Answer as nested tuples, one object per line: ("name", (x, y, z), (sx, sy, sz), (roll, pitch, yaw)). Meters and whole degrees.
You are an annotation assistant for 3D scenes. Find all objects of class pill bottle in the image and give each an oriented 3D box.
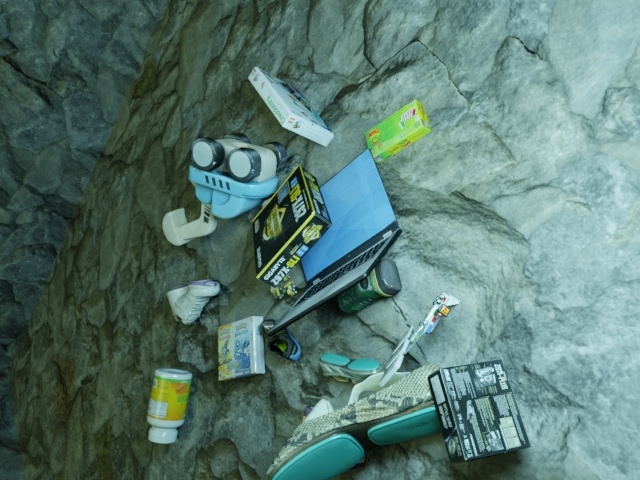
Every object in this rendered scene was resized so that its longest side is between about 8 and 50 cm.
("pill bottle", (-0.557, 0.603, 1.901), (0.136, 0.136, 0.246), (2, 80, 45))

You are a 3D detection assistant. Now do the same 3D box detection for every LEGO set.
("LEGO set", (0.236, 0.220, 1.195), (0.060, 0.182, 0.244), (35, 119, 6))

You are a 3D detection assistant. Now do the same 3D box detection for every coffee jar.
("coffee jar", (0.129, 0.122, 1.383), (0.184, 0.079, 0.096), (-31, 57, 37))

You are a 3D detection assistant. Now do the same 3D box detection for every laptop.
("laptop", (0.000, 0.000, 1.424), (0.382, 0.408, 0.236), (-37, 94, 37))

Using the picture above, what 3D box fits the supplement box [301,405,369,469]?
("supplement box", (0.038, 0.513, 1.366), (0.188, 0.080, 0.104), (6, 83, 46))

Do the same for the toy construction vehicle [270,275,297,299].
("toy construction vehicle", (-0.124, 0.145, 1.663), (0.085, 0.035, 0.098), (-38, 55, 32))

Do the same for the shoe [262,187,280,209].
("shoe", (-0.130, -0.115, 1.725), (0.178, 0.063, 0.081), (-31, 60, 42))

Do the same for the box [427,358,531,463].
("box", (0.321, 0.349, 1.068), (0.078, 0.147, 0.180), (111, 150, -61))

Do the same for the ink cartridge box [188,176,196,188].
("ink cartridge box", (-0.414, -0.248, 2.023), (0.154, 0.093, 0.212), (-58, 45, 18))

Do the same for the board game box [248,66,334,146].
("board game box", (-0.097, -0.436, 1.683), (0.053, 0.192, 0.305), (-51, 48, 22))

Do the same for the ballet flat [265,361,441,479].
("ballet flat", (0.088, 0.424, 1.221), (0.482, 0.164, 0.182), (-27, 36, 7))

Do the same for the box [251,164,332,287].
("box", (-0.097, -0.051, 1.543), (0.257, 0.079, 0.322), (-46, 28, 18))

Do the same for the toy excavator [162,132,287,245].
("toy excavator", (-0.362, -0.150, 1.821), (0.432, 0.222, 0.446), (18, 112, 20))

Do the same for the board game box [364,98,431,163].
("board game box", (0.212, -0.300, 1.441), (0.181, 0.043, 0.092), (-29, 60, 37))

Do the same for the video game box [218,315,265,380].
("video game box", (-0.268, 0.365, 1.741), (0.205, 0.048, 0.187), (-23, 61, 39))

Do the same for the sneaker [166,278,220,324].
("sneaker", (-0.465, 0.231, 1.951), (0.305, 0.114, 0.152), (-20, 79, 45))

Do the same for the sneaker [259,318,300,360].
("sneaker", (-0.134, 0.300, 1.599), (0.188, 0.078, 0.067), (39, 107, 44))

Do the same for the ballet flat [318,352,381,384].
("ballet flat", (0.083, 0.349, 1.389), (0.213, 0.072, 0.068), (-1, 106, 46))
